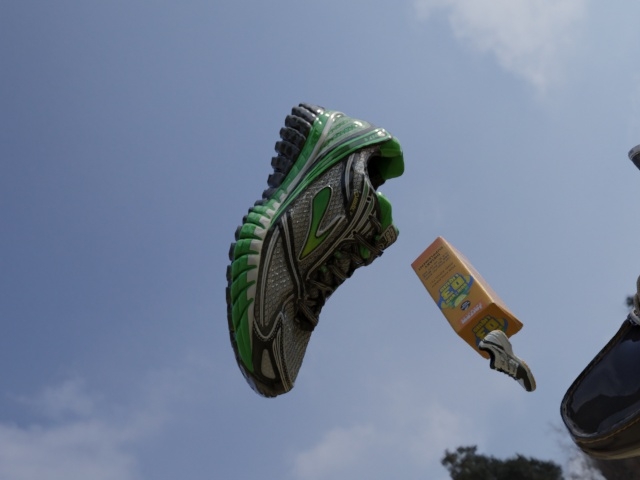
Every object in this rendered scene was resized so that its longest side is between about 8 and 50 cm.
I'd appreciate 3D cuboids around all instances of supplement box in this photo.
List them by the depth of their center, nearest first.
[{"bbox_3d":[0.222,0.083,1.182,0.078,0.233,0.080,-46,-63,9],"label":"supplement box"}]

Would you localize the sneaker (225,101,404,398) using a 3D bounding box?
[{"bbox_3d":[0.000,0.000,0.781,0.134,0.146,0.344,79,-154,-59],"label":"sneaker"}]

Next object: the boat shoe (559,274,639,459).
[{"bbox_3d":[0.360,0.065,0.735,0.130,0.132,0.355,36,-76,-28],"label":"boat shoe"}]

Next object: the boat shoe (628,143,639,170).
[{"bbox_3d":[0.573,-0.147,1.227,0.142,0.040,0.049,-17,-29,1],"label":"boat shoe"}]

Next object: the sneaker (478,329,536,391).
[{"bbox_3d":[0.220,0.149,0.896,0.037,0.083,0.032,-31,-18,-15],"label":"sneaker"}]
